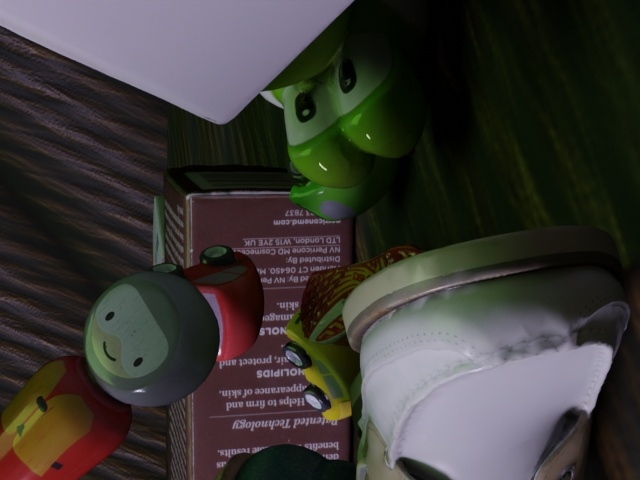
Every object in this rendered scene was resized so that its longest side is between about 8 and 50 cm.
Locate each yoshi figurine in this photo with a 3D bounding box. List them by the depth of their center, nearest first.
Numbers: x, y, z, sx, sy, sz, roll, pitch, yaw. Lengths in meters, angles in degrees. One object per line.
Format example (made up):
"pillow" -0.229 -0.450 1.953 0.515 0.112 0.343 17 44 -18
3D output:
"yoshi figurine" -0.030 -0.201 0.750 0.204 0.202 0.362 111 152 -47

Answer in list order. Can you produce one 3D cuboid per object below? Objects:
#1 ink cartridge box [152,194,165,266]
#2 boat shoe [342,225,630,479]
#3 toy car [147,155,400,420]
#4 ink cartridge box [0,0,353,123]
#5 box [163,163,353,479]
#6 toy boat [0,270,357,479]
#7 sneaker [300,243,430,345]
"ink cartridge box" -0.103 0.055 1.271 0.176 0.127 0.128 -103 17 -46
"boat shoe" 0.068 0.080 0.519 0.302 0.113 0.103 85 175 -71
"toy car" 0.000 0.000 0.805 0.053 0.239 0.225 17 84 41
"ink cartridge box" -0.039 -0.299 0.548 0.285 0.166 0.395 -40 43 32
"box" -0.056 0.136 1.043 0.191 0.143 0.382 -143 54 -75
"toy boat" -0.027 0.160 0.662 0.148 0.318 0.267 -43 19 9
"sneaker" 0.053 0.035 0.703 0.175 0.067 0.064 2 87 62
